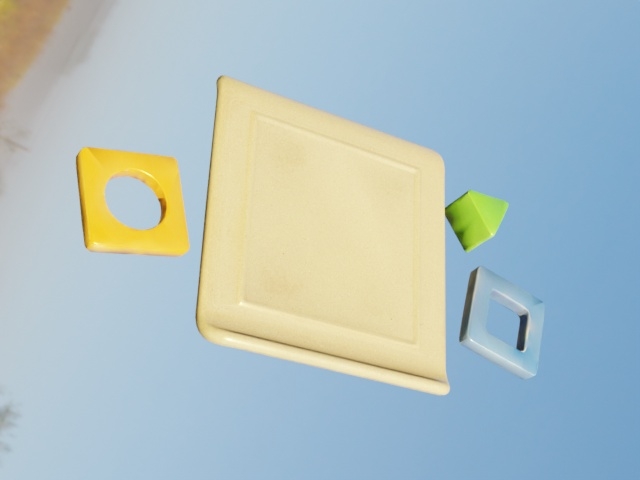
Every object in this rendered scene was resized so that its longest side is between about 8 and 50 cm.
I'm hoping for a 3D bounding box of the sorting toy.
[{"bbox_3d":[0.000,0.000,0.714,0.047,0.348,0.196,-37,-136,49],"label":"sorting toy"}]
